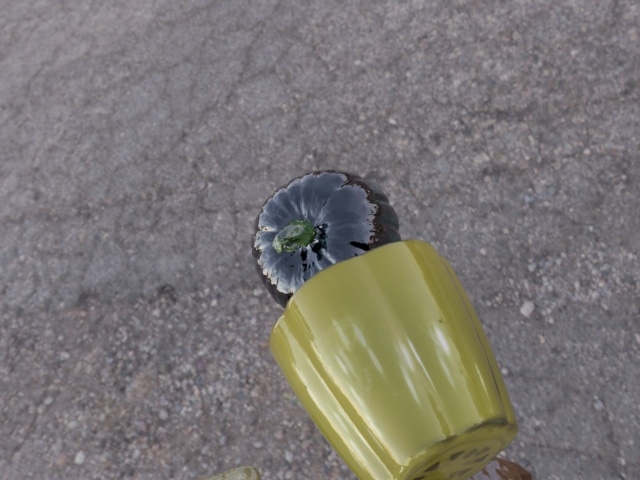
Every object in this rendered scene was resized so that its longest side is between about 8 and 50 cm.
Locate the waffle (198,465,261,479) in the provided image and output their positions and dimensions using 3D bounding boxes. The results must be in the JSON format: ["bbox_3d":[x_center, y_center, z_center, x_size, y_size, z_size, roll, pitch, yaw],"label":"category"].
[{"bbox_3d":[-0.067,0.434,0.843,0.078,0.304,0.348,-24,77,-24],"label":"waffle"}]

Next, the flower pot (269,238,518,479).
[{"bbox_3d":[0.074,0.126,0.645,0.195,0.195,0.179,-34,54,7],"label":"flower pot"}]

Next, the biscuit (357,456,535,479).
[{"bbox_3d":[0.217,0.534,1.248,0.343,0.394,0.166,6,38,3],"label":"biscuit"}]

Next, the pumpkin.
[{"bbox_3d":[0.006,0.003,0.885,0.194,0.150,0.194,-2,57,4],"label":"pumpkin"}]
